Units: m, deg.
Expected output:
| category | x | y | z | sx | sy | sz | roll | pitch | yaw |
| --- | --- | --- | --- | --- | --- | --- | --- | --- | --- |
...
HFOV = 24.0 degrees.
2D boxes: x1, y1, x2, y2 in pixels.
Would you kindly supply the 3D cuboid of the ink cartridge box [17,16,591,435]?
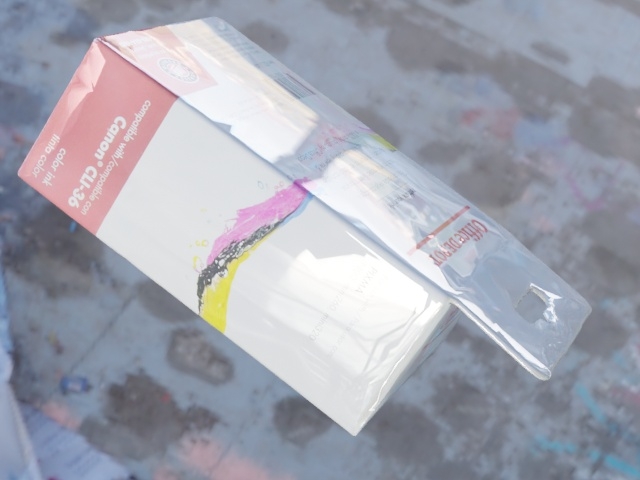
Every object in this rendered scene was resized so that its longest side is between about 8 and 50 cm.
| category | x | y | z | sx | sy | sz | roll | pitch | yaw |
| --- | --- | --- | --- | --- | --- | --- | --- | --- | --- |
| ink cartridge box | 0.000 | 0.000 | 0.574 | 0.198 | 0.067 | 0.115 | 37 | 21 | 9 |
